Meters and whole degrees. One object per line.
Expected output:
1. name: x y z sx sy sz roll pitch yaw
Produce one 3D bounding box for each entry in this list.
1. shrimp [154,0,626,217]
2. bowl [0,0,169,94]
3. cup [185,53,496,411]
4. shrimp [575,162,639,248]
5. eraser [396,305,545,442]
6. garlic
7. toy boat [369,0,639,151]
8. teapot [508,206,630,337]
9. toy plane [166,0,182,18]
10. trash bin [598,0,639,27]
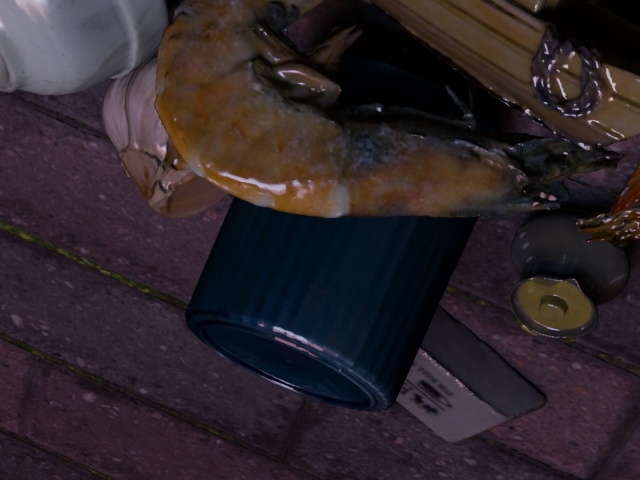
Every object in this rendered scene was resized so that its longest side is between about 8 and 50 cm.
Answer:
1. shrimp: 0.071 -0.140 1.504 0.445 0.272 0.085 10 167 -6
2. bowl: -0.302 -0.259 1.588 0.307 0.163 0.307 37 159 16
3. cup: -0.004 -0.007 1.644 0.307 0.292 0.242 13 160 29
4. shrimp: 0.369 -0.055 1.612 0.267 0.061 0.145 -19 125 35
5. eraser: 0.109 0.132 1.952 0.352 0.077 0.111 40 138 -17
6. garlic: -0.151 -0.132 1.743 0.143 0.178 0.229 39 153 28
7. toy boat: 0.154 -0.228 1.373 0.445 0.136 0.162 40 130 25
8. teapot: 0.254 0.044 1.745 0.130 0.119 0.166 29 141 -3
9. toy plane: -0.166 -0.329 1.567 0.326 0.104 0.223 24 114 7
10. trash bin: 0.289 -0.225 1.434 0.164 0.122 0.240 34 142 -10
